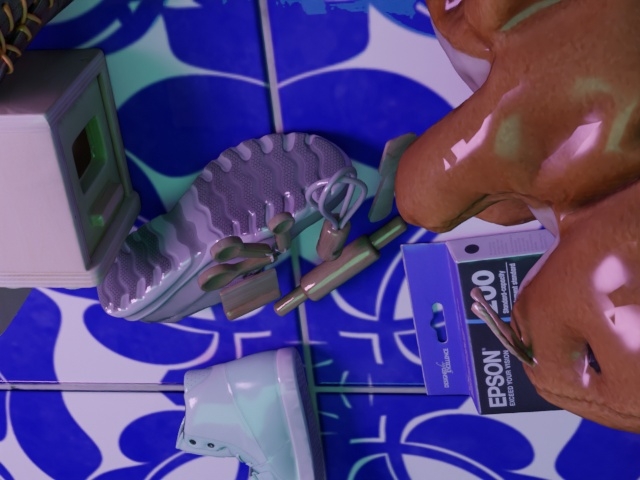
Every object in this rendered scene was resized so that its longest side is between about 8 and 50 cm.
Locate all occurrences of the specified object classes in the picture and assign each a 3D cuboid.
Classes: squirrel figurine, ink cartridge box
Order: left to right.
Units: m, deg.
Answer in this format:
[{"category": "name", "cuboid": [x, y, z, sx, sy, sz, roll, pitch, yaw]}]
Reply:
[{"category": "ink cartridge box", "cuboid": [0.196, 0.088, 0.939, 0.208, 0.045, 0.206, -6, 121, 13]}, {"category": "squirrel figurine", "cuboid": [0.232, -0.082, 0.571, 0.397, 0.371, 0.281, -24, 157, 27]}]

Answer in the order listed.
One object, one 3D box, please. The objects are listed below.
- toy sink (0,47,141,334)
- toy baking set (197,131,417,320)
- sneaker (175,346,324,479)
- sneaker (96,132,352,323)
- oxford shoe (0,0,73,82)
[{"category": "toy sink", "cuboid": [-0.254, -0.041, 0.858, 0.131, 0.153, 0.234, 0, 121, 8]}, {"category": "toy baking set", "cuboid": [0.002, 0.002, 0.849, 0.256, 0.030, 0.197, -34, 157, 11]}, {"category": "sneaker", "cuboid": [-0.079, 0.241, 1.043, 0.151, 0.094, 0.256, -8, 111, 6]}, {"category": "sneaker", "cuboid": [-0.084, -0.008, 0.907, 0.281, 0.105, 0.115, -29, 149, 18]}, {"category": "oxford shoe", "cuboid": [-0.249, -0.182, 0.720, 0.363, 0.133, 0.130, -34, 152, -1]}]
